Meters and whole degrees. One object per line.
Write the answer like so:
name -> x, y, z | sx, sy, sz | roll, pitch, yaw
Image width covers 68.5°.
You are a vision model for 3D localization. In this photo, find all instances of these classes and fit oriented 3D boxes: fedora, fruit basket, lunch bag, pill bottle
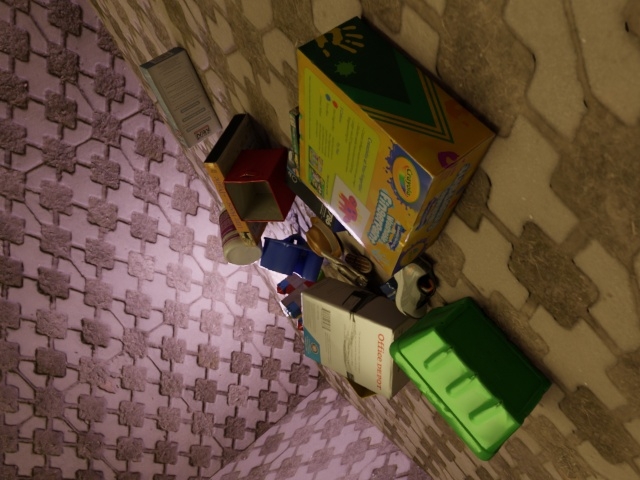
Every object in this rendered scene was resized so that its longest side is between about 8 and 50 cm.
fedora -> 0.000, 0.000, 1.817 | 0.194, 0.079, 0.194 | 47, 161, 22
fruit basket -> 0.378, 0.372, 1.284 | 0.392, 0.282, 0.392 | 31, 136, 35
lunch bag -> 0.241, 0.149, 1.491 | 0.065, 0.067, 0.098 | 52, 161, 6
pill bottle -> -0.350, -0.055, 2.031 | 0.169, 0.169, 0.302 | 80, 175, -55

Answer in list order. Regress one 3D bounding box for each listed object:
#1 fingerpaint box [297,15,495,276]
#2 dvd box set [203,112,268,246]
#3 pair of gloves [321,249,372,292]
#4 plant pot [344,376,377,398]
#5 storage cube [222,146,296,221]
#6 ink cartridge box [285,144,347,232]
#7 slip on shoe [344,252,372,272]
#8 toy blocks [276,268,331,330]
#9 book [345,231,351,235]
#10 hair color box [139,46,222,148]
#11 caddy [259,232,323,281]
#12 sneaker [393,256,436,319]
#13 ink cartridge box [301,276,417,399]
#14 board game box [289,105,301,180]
fingerpaint box -> 0.124, -0.175, 1.029 | 0.371, 0.163, 0.445 | 49, 162, 20
dvd box set -> -0.287, -0.228, 1.814 | 0.062, 0.308, 0.421 | 2, 138, 20
pair of gloves -> 0.106, 0.117, 1.745 | 0.204, 0.042, 0.240 | 37, 174, 23
plant pot -> 0.215, 0.487, 1.923 | 0.212, 0.187, 0.212 | 54, 134, 1
storage cube -> -0.205, -0.198, 1.680 | 0.183, 0.193, 0.215 | 1, 137, 22
ink cartridge box -> 0.013, -0.150, 1.480 | 0.332, 0.065, 0.166 | 45, 146, 25
slip on shoe -> 0.141, 0.083, 1.672 | 0.041, 0.052, 0.135 | 26, 176, -38
toy blocks -> -0.068, 0.274, 2.202 | 0.381, 0.260, 0.191 | 40, 158, 39
book -> 0.054, -0.087, 1.597 | 0.144, 0.035, 0.096 | 45, 163, 28
hair color box -> -0.596, -0.612, 2.035 | 0.113, 0.185, 0.375 | 34, 154, 46
caddy -> -0.120, 0.056, 2.001 | 0.241, 0.179, 0.341 | 17, 177, -25
sneaker -> 0.278, 0.146, 1.347 | 0.108, 0.100, 0.272 | 32, 152, 39
ink cartridge box -> 0.132, 0.333, 1.662 | 0.394, 0.166, 0.286 | 18, 121, 38
board game box -> -0.015, -0.275, 1.250 | 0.030, 0.136, 0.260 | 45, 160, 22
